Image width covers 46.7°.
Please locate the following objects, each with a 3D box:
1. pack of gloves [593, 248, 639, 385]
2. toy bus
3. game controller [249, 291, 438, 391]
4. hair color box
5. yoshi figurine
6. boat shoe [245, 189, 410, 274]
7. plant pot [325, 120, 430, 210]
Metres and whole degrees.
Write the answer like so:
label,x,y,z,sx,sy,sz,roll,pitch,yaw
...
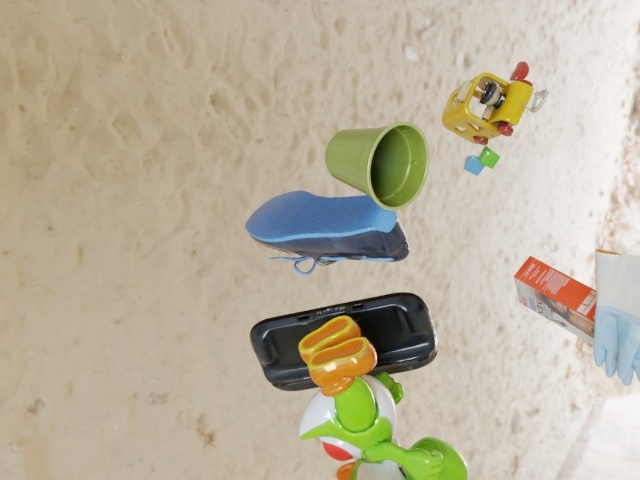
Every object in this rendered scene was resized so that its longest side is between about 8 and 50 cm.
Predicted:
label,x,y,z,sx,sy,sz,roll,pitch,yaw
pack of gloves,0.448,0.132,0.964,0.046,0.195,0.232,-44,134,-37
toy bus,0.287,-0.238,1.294,0.202,0.104,0.191,-57,-168,37
game controller,0.040,0.179,1.294,0.067,0.319,0.166,-82,157,-62
hair color box,0.397,0.102,1.189,0.053,0.167,0.093,-49,144,-14
yoshi figurine,0.116,0.294,1.160,0.203,0.203,0.362,-39,112,-43
boat shoe,0.000,0.000,0.947,0.109,0.258,0.089,-52,125,-19
plant pot,0.048,-0.077,0.711,0.083,0.079,0.083,-15,114,-39
